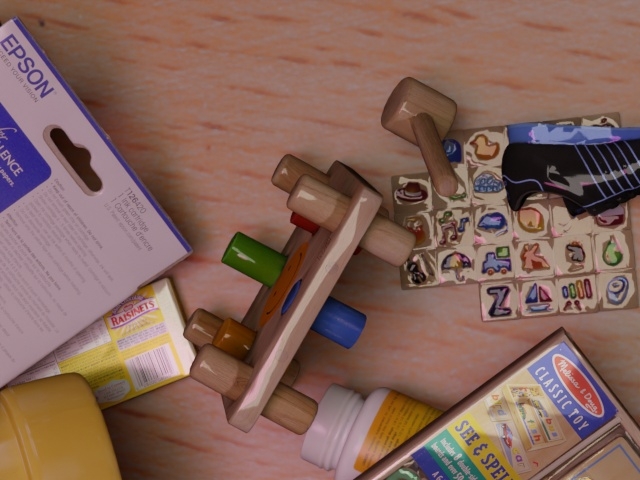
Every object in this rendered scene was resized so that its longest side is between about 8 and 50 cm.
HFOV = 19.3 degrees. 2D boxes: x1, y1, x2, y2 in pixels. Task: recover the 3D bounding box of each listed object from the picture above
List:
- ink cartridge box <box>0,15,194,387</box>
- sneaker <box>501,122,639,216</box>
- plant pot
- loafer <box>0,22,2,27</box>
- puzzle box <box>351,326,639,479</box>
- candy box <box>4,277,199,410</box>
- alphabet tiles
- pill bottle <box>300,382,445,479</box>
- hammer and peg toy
[{"bbox_3d":[-0.338,-0.021,1.880,0.307,0.072,0.303,-36,109,-1],"label":"ink cartridge box"},{"bbox_3d":[0.293,-0.066,1.848,0.232,0.081,0.090,3,91,17],"label":"sneaker"},{"bbox_3d":[-0.321,0.275,1.822,0.239,0.254,0.254,-13,85,-17],"label":"plant pot"},{"bbox_3d":[-0.385,-0.063,1.963,0.130,0.134,0.366,20,102,-16],"label":"loafer"},{"bbox_3d":[0.243,0.320,1.761,0.272,0.052,0.409,-38,93,7],"label":"puzzle box"},{"bbox_3d":[-0.232,0.124,1.964,0.206,0.027,0.105,-21,82,8],"label":"candy box"},{"bbox_3d":[0.193,-0.019,1.905,0.237,0.009,0.198,-6,87,10],"label":"alphabet tiles"},{"bbox_3d":[0.094,0.220,1.858,0.215,0.117,0.117,23,92,10],"label":"pill bottle"},{"bbox_3d":[0.000,0.000,1.808,0.127,0.266,0.361,29,95,-9],"label":"hammer and peg toy"}]
